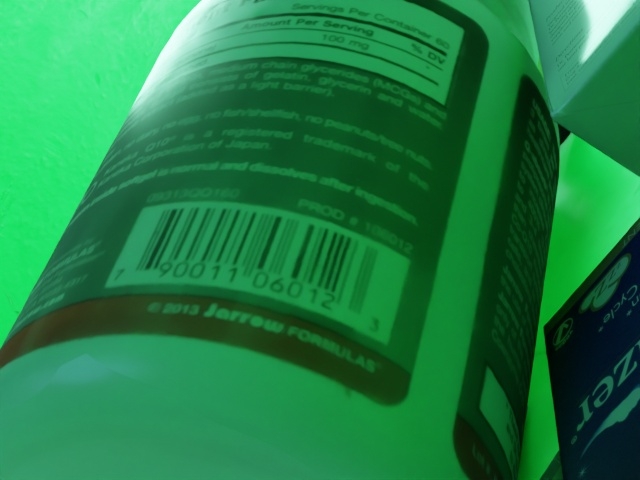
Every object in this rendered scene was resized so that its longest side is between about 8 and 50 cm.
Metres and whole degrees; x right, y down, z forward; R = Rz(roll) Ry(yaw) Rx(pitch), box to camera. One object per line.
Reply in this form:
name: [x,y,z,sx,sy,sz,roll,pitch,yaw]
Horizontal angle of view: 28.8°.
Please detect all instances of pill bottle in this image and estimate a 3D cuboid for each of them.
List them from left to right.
pill bottle: [0.000,0.000,0.576,0.210,0.210,0.363,-44,19,42]

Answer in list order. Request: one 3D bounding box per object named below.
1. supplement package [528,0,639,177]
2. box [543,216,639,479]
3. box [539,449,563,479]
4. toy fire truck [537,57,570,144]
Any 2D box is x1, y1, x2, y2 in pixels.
supplement package: [0.209,-0.134,0.557,0.194,0.149,0.203,-50,18,29]
box: [0.133,0.044,0.407,0.136,0.037,0.225,-53,12,24]
box: [0.098,0.164,0.517,0.324,0.063,0.067,-58,16,5]
toy fire truck: [0.052,-0.029,0.902,0.246,0.158,0.217,-10,50,56]
